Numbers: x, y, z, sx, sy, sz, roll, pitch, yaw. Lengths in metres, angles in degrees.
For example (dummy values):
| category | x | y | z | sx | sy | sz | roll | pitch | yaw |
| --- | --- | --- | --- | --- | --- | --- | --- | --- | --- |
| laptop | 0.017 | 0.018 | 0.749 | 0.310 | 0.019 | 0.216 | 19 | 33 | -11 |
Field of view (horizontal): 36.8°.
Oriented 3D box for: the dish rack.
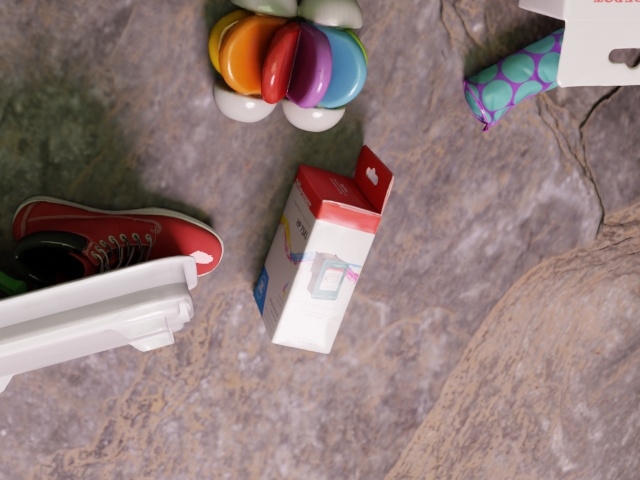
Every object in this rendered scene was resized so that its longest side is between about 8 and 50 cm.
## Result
| category | x | y | z | sx | sy | sz | roll | pitch | yaw |
| --- | --- | --- | --- | --- | --- | --- | --- | --- | --- |
| dish rack | -0.288 | 0.104 | 1.035 | 0.333 | 0.285 | 0.072 | -16 | 81 | -9 |

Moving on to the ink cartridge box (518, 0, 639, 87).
| category | x | y | z | sx | sy | sz | roll | pitch | yaw |
| --- | --- | --- | --- | --- | --- | --- | --- | --- | --- |
| ink cartridge box | 0.348 | -0.360 | 1.087 | 0.207 | 0.119 | 0.353 | -4 | 113 | -16 |

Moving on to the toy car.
| category | x | y | z | sx | sy | sz | roll | pitch | yaw |
| --- | --- | --- | --- | --- | --- | --- | --- | --- | --- |
| toy car | -0.029 | -0.196 | 1.050 | 0.182 | 0.136 | 0.159 | 7 | 110 | -17 |

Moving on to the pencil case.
| category | x | y | z | sx | sy | sz | roll | pitch | yaw |
| --- | --- | --- | --- | --- | --- | --- | --- | --- | --- |
| pencil case | 0.249 | -0.196 | 1.164 | 0.152 | 0.064 | 0.070 | -27 | 97 | -2 |

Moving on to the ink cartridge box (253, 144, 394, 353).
| category | x | y | z | sx | sy | sz | roll | pitch | yaw |
| --- | --- | --- | --- | --- | --- | --- | --- | --- | --- |
| ink cartridge box | 0.000 | 0.000 | 1.143 | 0.078 | 0.134 | 0.231 | 14 | 108 | -19 |

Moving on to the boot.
| category | x | y | z | sx | sy | sz | roll | pitch | yaw |
| --- | --- | --- | --- | --- | --- | --- | --- | --- | --- |
| boot | -0.217 | 0.020 | 1.071 | 0.244 | 0.176 | 0.088 | 8 | 105 | -20 |

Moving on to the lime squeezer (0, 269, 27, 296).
| category | x | y | z | sx | sy | sz | roll | pitch | yaw |
| --- | --- | --- | --- | --- | --- | --- | --- | --- | --- |
| lime squeezer | -0.435 | 0.038 | 1.070 | 0.311 | 0.109 | 0.058 | -4 | 139 | 20 |
